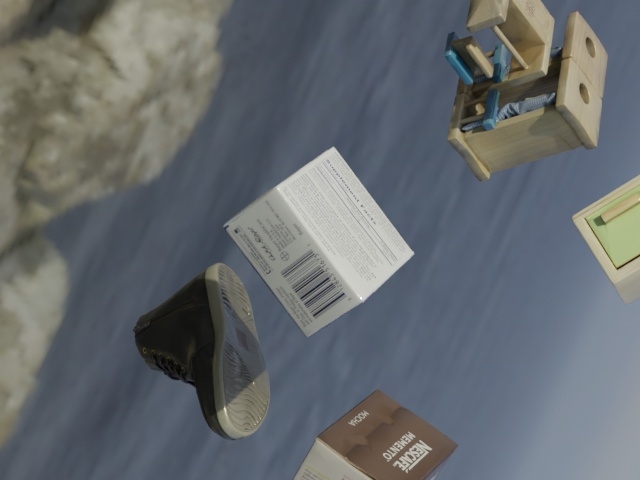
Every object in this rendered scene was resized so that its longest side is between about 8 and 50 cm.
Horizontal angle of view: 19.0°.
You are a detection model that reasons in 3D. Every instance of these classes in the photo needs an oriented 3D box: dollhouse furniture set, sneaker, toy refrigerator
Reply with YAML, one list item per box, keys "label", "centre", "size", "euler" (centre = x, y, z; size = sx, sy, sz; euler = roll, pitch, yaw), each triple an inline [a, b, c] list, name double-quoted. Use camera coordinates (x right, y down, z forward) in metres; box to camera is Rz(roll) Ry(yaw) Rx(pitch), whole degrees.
- label: "dollhouse furniture set"
  centre: [0.168, -0.175, 1.798]
  size: [0.183, 0.129, 0.129]
  euler: [48, 40, -35]
- label: "sneaker"
  centre: [-0.124, 0.135, 1.961]
  size: [0.118, 0.083, 0.222]
  euler: [-32, -141, 20]
- label: "toy refrigerator"
  centre: [0.436, -0.047, 2.220]
  size: [0.269, 0.102, 0.094]
  euler: [-32, 154, 7]

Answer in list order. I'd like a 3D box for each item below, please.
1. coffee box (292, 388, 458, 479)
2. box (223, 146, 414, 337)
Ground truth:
- label: "coffee box"
  centre: [0.015, 0.334, 2.152]
  size: [0.168, 0.119, 0.297]
  euler: [-30, 151, -58]
- label: "box"
  centre: [0.000, 0.000, 1.694]
  size: [0.072, 0.126, 0.137]
  euler: [-36, -179, 29]
